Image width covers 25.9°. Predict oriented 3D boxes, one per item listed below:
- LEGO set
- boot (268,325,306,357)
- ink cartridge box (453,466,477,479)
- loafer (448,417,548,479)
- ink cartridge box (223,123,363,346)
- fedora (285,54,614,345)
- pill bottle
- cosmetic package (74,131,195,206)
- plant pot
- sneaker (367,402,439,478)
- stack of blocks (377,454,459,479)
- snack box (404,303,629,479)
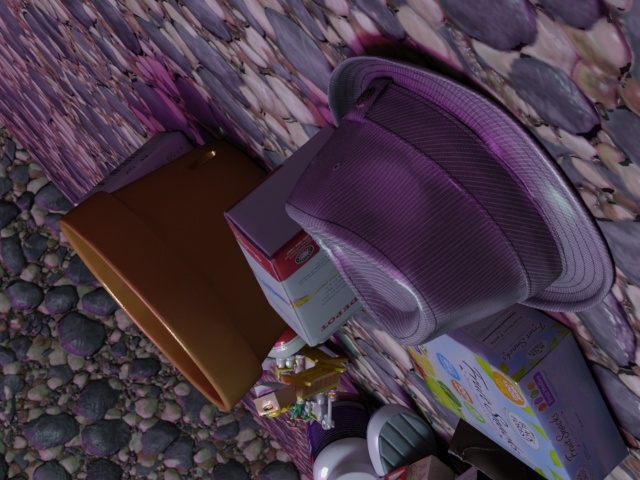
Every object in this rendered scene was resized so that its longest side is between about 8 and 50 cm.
[{"bbox_3d":[-0.028,0.218,1.922,0.287,0.132,0.107,-104,16,-78],"label":"LEGO set"},{"bbox_3d":[-0.115,0.053,1.934,0.244,0.088,0.176,39,164,51],"label":"boot"},{"bbox_3d":[0.147,0.389,1.558,0.115,0.198,0.273,49,-164,-7],"label":"ink cartridge box"},{"bbox_3d":[0.203,0.267,1.507,0.220,0.078,0.080,53,167,-21],"label":"loafer"},{"bbox_3d":[0.000,0.000,1.256,0.072,0.127,0.175,43,167,29],"label":"ink cartridge box"},{"bbox_3d":[0.067,-0.009,1.006,0.244,0.124,0.275,54,167,-28],"label":"fedora"},{"bbox_3d":[0.039,0.309,1.993,0.108,0.108,0.193,53,-170,-23],"label":"pill bottle"},{"bbox_3d":[-0.195,-0.024,1.804,0.184,0.151,0.151,50,167,-15],"label":"cosmetic package"},{"bbox_3d":[-0.131,0.021,1.601,0.291,0.203,0.291,44,167,13],"label":"plant pot"},{"bbox_3d":[0.108,0.292,1.881,0.091,0.094,0.258,35,162,41],"label":"sneaker"},{"bbox_3d":[0.181,0.420,1.822,0.297,0.087,0.171,40,131,-22],"label":"stack of blocks"},{"bbox_3d":[0.153,0.111,1.214,0.207,0.070,0.174,31,159,49],"label":"snack box"}]
